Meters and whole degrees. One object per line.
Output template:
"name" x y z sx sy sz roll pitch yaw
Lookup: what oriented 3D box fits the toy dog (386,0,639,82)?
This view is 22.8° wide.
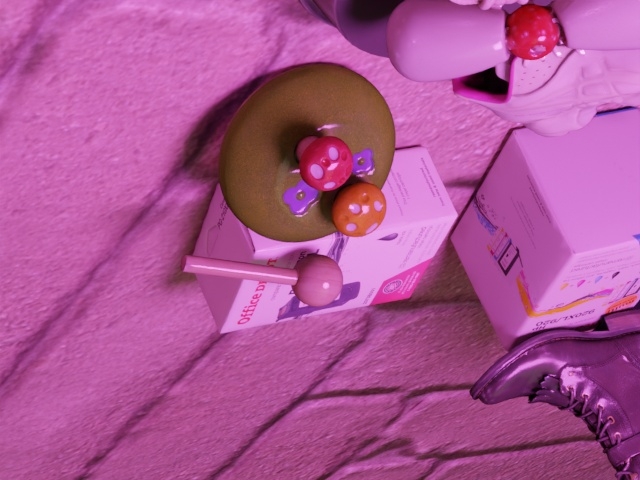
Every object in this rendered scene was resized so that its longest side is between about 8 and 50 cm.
"toy dog" 0.225 -0.228 1.296 0.334 0.161 0.220 2 151 -10

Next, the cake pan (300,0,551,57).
"cake pan" 0.120 -0.253 1.357 0.293 0.054 0.293 -18 154 -9

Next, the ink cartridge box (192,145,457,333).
"ink cartridge box" 0.000 0.000 1.692 0.237 0.100 0.172 -10 150 -24

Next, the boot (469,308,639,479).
"boot" 0.326 0.211 1.825 0.263 0.229 0.091 -17 159 -14

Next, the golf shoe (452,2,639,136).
"golf shoe" 0.240 -0.179 1.479 0.140 0.115 0.306 9 158 -27

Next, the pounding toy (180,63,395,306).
"pounding toy" -0.003 -0.038 1.492 0.183 0.110 0.237 12 111 -33

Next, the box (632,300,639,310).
"box" 0.583 0.006 2.086 0.296 0.182 0.294 2 147 -40

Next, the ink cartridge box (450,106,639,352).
"ink cartridge box" 0.286 -0.010 1.826 0.171 0.168 0.232 -13 154 -22
